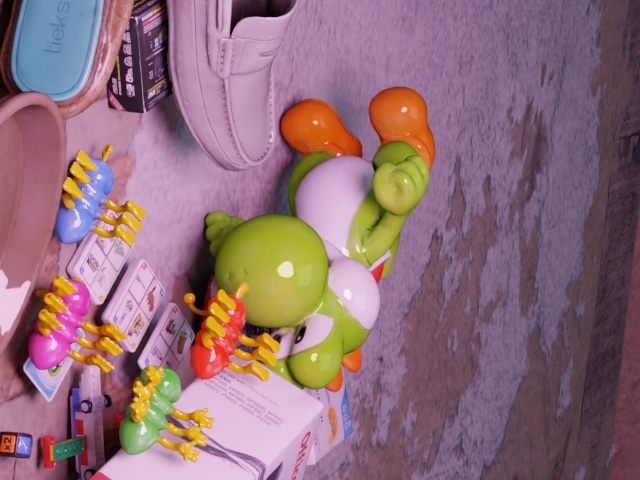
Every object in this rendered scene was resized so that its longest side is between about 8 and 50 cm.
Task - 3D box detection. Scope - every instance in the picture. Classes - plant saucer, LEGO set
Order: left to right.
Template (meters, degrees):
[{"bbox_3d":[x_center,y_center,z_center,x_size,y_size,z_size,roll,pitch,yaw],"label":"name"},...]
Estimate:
[{"bbox_3d":[-0.269,0.015,1.507,0.278,0.041,0.278,19,90,-80],"label":"plant saucer"},{"bbox_3d":[-0.213,0.120,1.784,0.182,0.060,0.244,60,42,-40],"label":"LEGO set"}]

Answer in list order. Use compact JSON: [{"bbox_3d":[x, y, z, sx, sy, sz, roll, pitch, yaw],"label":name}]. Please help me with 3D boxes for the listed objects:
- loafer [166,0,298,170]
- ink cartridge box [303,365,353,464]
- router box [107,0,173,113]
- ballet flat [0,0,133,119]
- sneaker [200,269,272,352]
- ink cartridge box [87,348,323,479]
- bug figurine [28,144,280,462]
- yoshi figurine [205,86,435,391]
[{"bbox_3d":[-0.075,-0.195,1.762,0.112,0.111,0.319,-58,148,-43],"label":"loafer"},{"bbox_3d":[-0.025,0.172,2.061,0.181,0.061,0.104,-27,109,-71],"label":"ink cartridge box"},{"bbox_3d":[-0.149,-0.178,1.793,0.122,0.038,0.092,-44,139,-55],"label":"router box"},{"bbox_3d":[-0.179,-0.262,1.621,0.124,0.116,0.342,40,61,-87],"label":"ballet flat"},{"bbox_3d":[-0.054,0.073,2.049,0.225,0.093,0.088,-9,107,-66],"label":"sneaker"},{"bbox_3d":[-0.128,0.255,1.808,0.273,0.114,0.197,-44,158,-43],"label":"ink cartridge box"},{"bbox_3d":[-0.162,0.061,1.731,0.279,0.072,0.216,48,46,-29],"label":"bug figurine"},{"bbox_3d":[-0.004,-0.020,1.975,0.203,0.203,0.362,118,-8,-47],"label":"yoshi figurine"}]
